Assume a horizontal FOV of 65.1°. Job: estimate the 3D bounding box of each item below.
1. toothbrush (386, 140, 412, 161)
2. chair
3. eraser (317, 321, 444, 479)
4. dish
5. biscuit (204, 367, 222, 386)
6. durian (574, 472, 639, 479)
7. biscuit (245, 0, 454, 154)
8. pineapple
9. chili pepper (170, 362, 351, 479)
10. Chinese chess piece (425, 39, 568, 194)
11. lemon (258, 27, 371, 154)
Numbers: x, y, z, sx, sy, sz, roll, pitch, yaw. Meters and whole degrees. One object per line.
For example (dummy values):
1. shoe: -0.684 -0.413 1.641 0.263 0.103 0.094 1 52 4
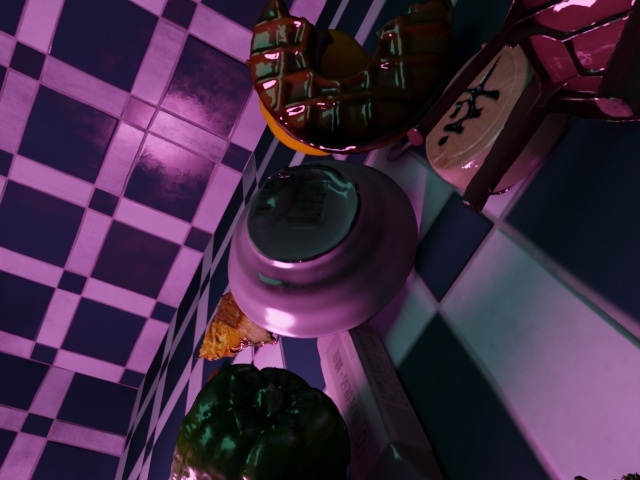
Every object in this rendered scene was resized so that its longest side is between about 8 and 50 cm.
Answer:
1. toothbrush: 0.183 -0.189 0.823 0.257 0.018 0.024 -31 34 61
2. chair: 0.239 -0.175 0.420 0.183 0.175 0.327 15 69 51
3. eraser: 0.060 0.203 0.642 0.089 0.061 0.352 -61 19 16
4. dish: -0.015 -0.019 0.744 0.316 0.106 0.317 -9 57 14
5. biscuit: -0.334 0.495 1.390 0.291 0.041 0.208 -67 18 -3
6. durian: 0.192 0.173 0.295 0.091 0.080 0.080 46 113 47
7. biscuit: 0.042 -0.288 0.872 0.115 0.366 0.269 13 -100 -70
8. pineapple: -0.153 0.198 1.190 0.140 0.164 0.250 63 -135 -62
9. chili pepper: -0.065 0.330 0.569 0.167 0.213 0.385 -121 34 -62
10. Chinese chess piece: 0.210 -0.151 0.613 0.188 0.083 0.189 -49 27 37
11. lemon: -0.004 -0.321 1.092 0.293 0.293 0.293 -53 24 35
